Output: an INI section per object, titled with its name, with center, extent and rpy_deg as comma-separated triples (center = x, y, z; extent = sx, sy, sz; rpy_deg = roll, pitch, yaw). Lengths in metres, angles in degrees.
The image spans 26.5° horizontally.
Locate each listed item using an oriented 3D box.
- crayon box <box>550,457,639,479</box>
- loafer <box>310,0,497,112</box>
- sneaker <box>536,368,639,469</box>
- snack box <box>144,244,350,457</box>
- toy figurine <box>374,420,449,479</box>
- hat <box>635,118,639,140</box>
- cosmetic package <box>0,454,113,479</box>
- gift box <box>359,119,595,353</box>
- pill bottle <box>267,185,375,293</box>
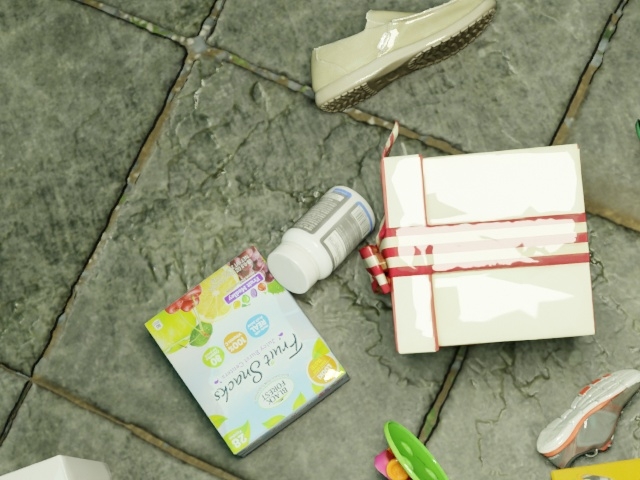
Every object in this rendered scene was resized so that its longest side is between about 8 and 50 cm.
[crayon box]
center = 0.384, 0.336, 1.538
extent = 0.319, 0.202, 0.081
rpy_deg = -10, 118, 5
[loafer]
center = 0.100, -0.264, 1.765
extent = 0.268, 0.102, 0.092
rpy_deg = -27, 81, 2
[sneaker]
center = 0.337, 0.221, 1.655
extent = 0.158, 0.061, 0.065
rpy_deg = -40, 102, -1
[snack box]
center = -0.091, 0.140, 1.717
extent = 0.174, 0.070, 0.207
rpy_deg = -37, 77, -2
[toy figurine]
center = 0.079, 0.333, 1.646
extent = 0.159, 0.130, 0.173
rpy_deg = -42, 100, 11
[hat]
center = 0.497, -0.115, 1.621
extent = 0.183, 0.208, 0.173
rpy_deg = -30, 110, 19
[cosmetic package]
center = -0.433, 0.390, 1.646
extent = 0.366, 0.197, 0.155
rpy_deg = -21, 76, 5
[gift box]
center = 0.178, -0.006, 1.622
extent = 0.258, 0.255, 0.276
rpy_deg = -6, 82, 5
[pill bottle]
center = 0.000, 0.000, 1.706
extent = 0.078, 0.078, 0.137
rpy_deg = 37, 57, 14
